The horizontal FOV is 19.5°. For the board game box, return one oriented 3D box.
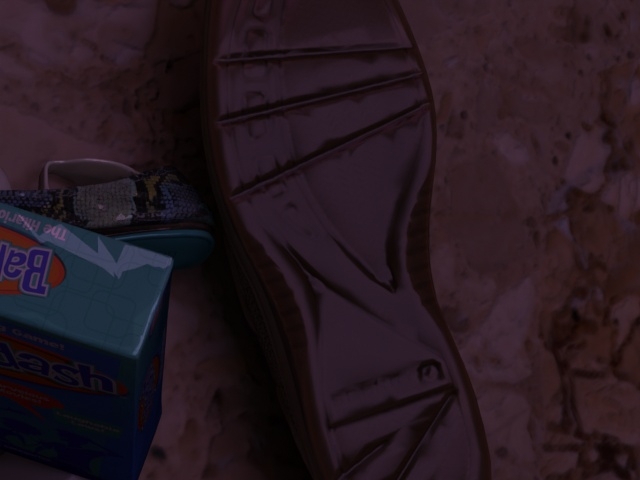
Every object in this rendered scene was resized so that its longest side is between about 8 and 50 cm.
[{"bbox_3d":[-0.146,0.039,0.793,0.160,0.210,0.047,18,67,2],"label":"board game box"}]

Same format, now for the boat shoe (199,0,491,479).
[{"bbox_3d":[0.000,0.000,0.994,0.122,0.110,0.341,-10,89,-14],"label":"boat shoe"}]

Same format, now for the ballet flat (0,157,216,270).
[{"bbox_3d":[-0.143,-0.010,0.935,0.188,0.070,0.070,-3,82,-36],"label":"ballet flat"}]

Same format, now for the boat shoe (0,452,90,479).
[{"bbox_3d":[-0.160,0.170,0.880,0.184,0.066,0.063,-56,133,-36],"label":"boat shoe"}]
